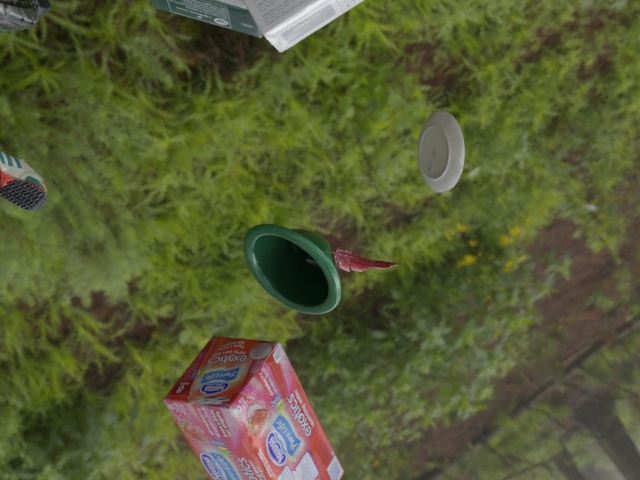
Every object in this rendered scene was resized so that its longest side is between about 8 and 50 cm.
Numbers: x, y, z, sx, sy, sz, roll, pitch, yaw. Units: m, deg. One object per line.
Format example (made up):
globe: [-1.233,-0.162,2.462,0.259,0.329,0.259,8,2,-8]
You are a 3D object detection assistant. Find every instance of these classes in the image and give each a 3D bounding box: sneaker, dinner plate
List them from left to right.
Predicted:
sneaker: [-0.413,-0.291,1.230,0.106,0.101,0.267,-29,-168,2]
sneaker: [-0.497,-0.110,1.522,0.057,0.161,0.075,-49,-154,16]
dinner plate: [0.200,-0.152,1.678,0.017,0.141,0.141,-4,152,-26]

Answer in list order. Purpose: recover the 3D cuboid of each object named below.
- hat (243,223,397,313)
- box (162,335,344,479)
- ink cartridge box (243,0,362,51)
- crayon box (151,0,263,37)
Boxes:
hat: [0.000,0.000,1.549,0.183,0.173,0.208,-52,149,-36]
box: [-0.085,0.265,1.317,0.123,0.256,0.128,0,-142,36]
ink cartridge box: [-0.020,-0.323,0.961,0.181,0.224,0.056,-31,159,9]
crayon box: [-0.141,-0.523,1.690,0.083,0.203,0.322,84,25,-68]
